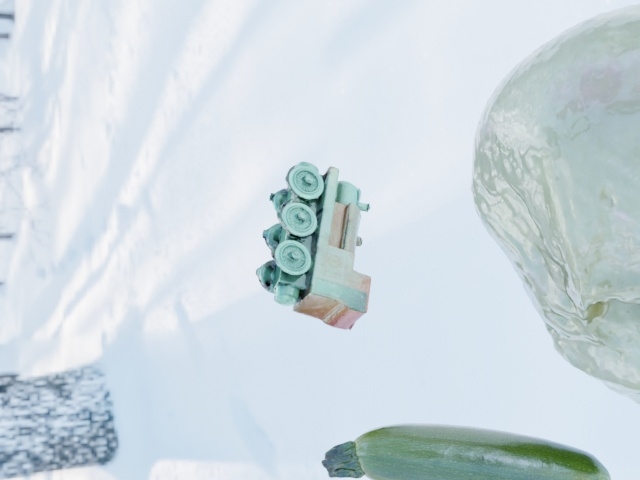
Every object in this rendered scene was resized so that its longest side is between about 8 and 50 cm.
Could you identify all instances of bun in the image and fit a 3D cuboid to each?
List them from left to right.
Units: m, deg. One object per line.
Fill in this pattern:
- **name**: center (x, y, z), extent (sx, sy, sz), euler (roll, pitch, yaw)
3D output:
- **bun**: center (0.283, -0.004, 0.729), extent (0.361, 0.361, 0.213), euler (122, 166, -53)

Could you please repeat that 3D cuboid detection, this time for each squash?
- **squash**: center (0.129, 0.198, 0.851), extent (0.066, 0.252, 0.066), euler (5, -90, -74)

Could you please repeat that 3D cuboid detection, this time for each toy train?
- **toy train**: center (0.000, 0.000, 1.017), extent (0.074, 0.118, 0.175), euler (131, 154, -54)
